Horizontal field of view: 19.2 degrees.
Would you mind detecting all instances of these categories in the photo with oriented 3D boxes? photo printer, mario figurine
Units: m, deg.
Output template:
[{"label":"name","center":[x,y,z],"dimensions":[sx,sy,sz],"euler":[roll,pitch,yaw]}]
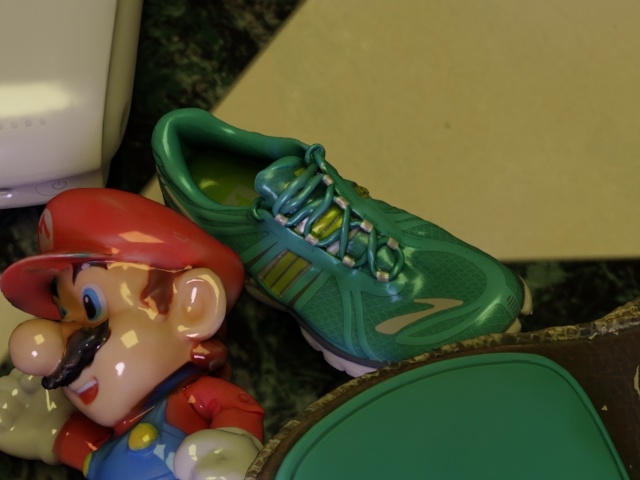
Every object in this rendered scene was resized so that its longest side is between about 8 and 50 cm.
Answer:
[{"label":"photo printer","center":[-0.246,-0.162,1.254],"dimensions":[0.256,0.107,0.307],"euler":[5,61,-2]},{"label":"mario figurine","center":[-0.115,0.121,1.063],"dimensions":[0.198,0.170,0.320],"euler":[-21,72,14]}]

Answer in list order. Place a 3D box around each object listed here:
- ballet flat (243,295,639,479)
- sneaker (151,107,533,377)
[{"label":"ballet flat","center":[0.153,0.120,1.081],"dimensions":[0.483,0.182,0.164],"euler":[-19,77,-27]},{"label":"sneaker","center":[0.000,0.000,1.145],"dimensions":[0.275,0.110,0.107],"euler":[25,65,31]}]
